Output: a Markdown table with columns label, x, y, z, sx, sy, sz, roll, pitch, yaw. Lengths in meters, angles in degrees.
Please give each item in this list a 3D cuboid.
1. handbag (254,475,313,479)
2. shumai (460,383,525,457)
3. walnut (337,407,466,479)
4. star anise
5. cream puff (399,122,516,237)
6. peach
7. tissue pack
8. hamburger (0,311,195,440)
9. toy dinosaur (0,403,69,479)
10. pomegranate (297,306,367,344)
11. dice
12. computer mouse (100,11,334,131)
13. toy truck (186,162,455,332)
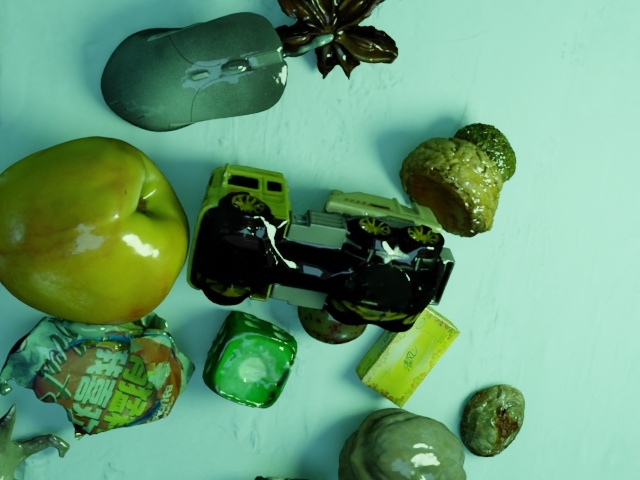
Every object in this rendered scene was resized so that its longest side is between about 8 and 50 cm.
| label | x | y | z | sx | sy | sz | roll | pitch | yaw |
| --- | --- | --- | --- | --- | --- | --- | --- | --- | --- |
| handbag | -0.069 | 0.537 | 1.624 | 0.181 | 0.181 | 0.254 | 11 | 106 | -21 |
| shumai | 0.321 | 0.344 | 1.689 | 0.123 | 0.105 | 0.139 | 17 | 126 | -17 |
| walnut | 0.141 | 0.392 | 1.611 | 0.224 | 0.224 | 0.224 | -2 | 105 | -9 |
| star anise | 0.023 | -0.340 | 1.440 | 0.220 | 0.126 | 0.190 | 21 | 112 | 0 |
| cream puff | 0.245 | -0.116 | 1.530 | 0.169 | 0.183 | 0.183 | -47 | 108 | -20 |
| peach | -0.358 | -0.010 | 1.379 | 0.308 | 0.289 | 0.289 | -21 | 109 | 23 |
| tissue pack | 0.153 | 0.197 | 1.632 | 0.095 | 0.062 | 0.176 | 36 | 95 | -16 |
| hamburger | -0.365 | 0.189 | 1.516 | 0.260 | 0.150 | 0.276 | -33 | 124 | 18 |
| toy dinosaur | -0.558 | 0.398 | 1.558 | 0.162 | 0.077 | 0.294 | 38 | 96 | -16 |
| pomegranate | 0.025 | 0.114 | 1.560 | 0.130 | 0.130 | 0.130 | -2 | 105 | -9 |
| dice | -0.120 | 0.200 | 1.558 | 0.128 | 0.120 | 0.131 | 23 | 97 | -13 |
| computer mouse | -0.164 | -0.260 | 1.401 | 0.379 | 0.090 | 0.167 | -13 | 107 | 13 |
| toy truck | 0.000 | 0.000 | 1.461 | 0.405 | 0.254 | 0.180 | 10 | 120 | -11 |
